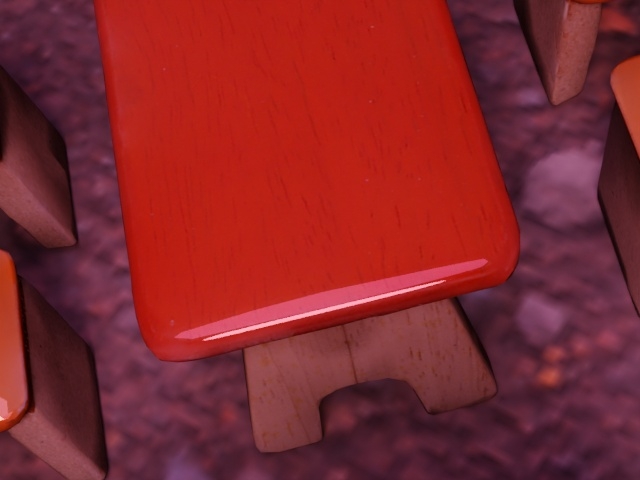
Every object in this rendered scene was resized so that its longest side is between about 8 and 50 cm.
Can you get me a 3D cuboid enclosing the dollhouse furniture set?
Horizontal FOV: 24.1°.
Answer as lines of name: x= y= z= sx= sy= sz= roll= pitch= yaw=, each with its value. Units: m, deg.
dollhouse furniture set: x=0.000 y=0.000 z=0.320 sx=0.262 sy=0.135 sz=0.259 roll=-15 pitch=55 yaw=2
